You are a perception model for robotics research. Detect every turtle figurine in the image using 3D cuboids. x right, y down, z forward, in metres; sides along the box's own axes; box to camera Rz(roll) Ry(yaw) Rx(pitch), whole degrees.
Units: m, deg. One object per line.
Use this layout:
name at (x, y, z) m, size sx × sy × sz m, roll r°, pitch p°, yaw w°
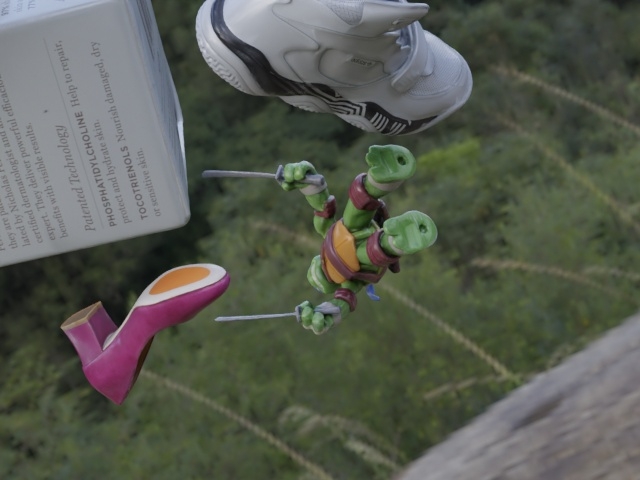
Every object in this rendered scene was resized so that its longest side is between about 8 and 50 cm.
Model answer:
turtle figurine at (0.000, 0.000, 1.821) m, size 0.266 × 0.275 × 0.198 m, roll -40°, pitch 27°, yaw 51°

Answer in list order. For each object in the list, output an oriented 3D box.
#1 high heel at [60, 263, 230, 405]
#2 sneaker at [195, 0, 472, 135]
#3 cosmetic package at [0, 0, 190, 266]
high heel at (-0.172, 0.106, 1.639) m, size 0.244 × 0.117 × 0.082 m, roll -23°, pitch 17°, yaw 30°
sneaker at (0.068, -0.224, 1.590) m, size 0.366 × 0.137 × 0.210 m, roll 8°, pitch -29°, yaw -39°
cosmetic package at (-0.400, -0.189, 1.951) m, size 0.394 × 0.327 × 0.329 m, roll -13°, pitch 32°, yaw 1°
